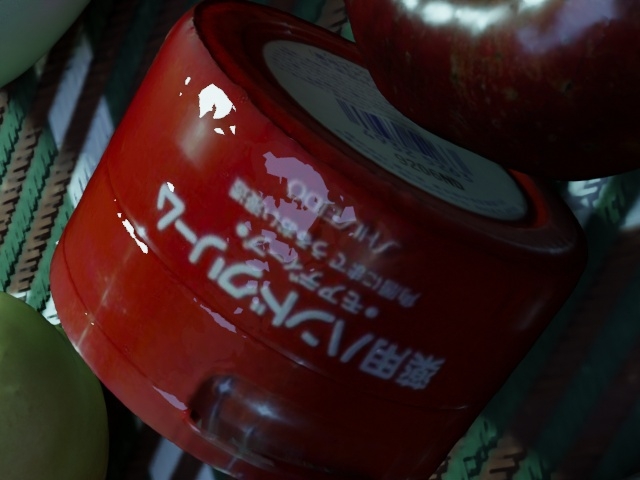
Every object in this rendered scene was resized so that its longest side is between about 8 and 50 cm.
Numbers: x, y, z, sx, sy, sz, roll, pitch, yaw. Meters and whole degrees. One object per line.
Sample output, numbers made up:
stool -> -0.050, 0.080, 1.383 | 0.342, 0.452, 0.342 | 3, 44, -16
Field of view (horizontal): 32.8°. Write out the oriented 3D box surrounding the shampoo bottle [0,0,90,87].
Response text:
shampoo bottle -> -0.147, -0.231, 0.510 | 0.349, 0.151, 0.222 | -40, 76, 25

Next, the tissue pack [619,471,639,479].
tissue pack -> 0.162, 0.257, 0.431 | 0.170, 0.071, 0.325 | -24, 90, 8

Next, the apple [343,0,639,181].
apple -> 0.093, -0.092, 0.400 | 0.156, 0.158, 0.147 | -9, 79, 29

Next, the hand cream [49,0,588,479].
hand cream -> 0.000, 0.000, 0.443 | 0.193, 0.193, 0.125 | 38, 113, 18

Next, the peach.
peach -> -0.200, 0.113, 0.567 | 0.184, 0.184, 0.184 | 4, 99, 27
